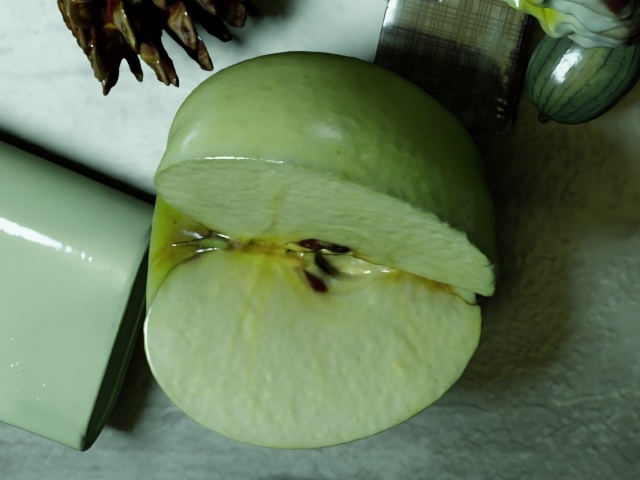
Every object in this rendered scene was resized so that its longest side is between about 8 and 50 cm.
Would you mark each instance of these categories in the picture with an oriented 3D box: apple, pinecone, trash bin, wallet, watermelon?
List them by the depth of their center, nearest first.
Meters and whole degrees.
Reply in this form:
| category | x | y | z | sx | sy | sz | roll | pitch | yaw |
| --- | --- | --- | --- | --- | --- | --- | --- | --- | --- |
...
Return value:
| category | x | y | z | sx | sy | sz | roll | pitch | yaw |
| --- | --- | --- | --- | --- | --- | --- | --- | --- | --- |
| watermelon | 0.202 | -0.134 | 1.472 | 0.078 | 0.078 | 0.111 | 43 | 113 | 1 |
| apple | -0.001 | -0.007 | 1.476 | 0.257 | 0.233 | 0.295 | 4 | 125 | -5 |
| pinecone | -0.124 | -0.216 | 1.481 | 0.207 | 0.208 | 0.208 | 4 | 106 | 14 |
| wallet | 0.114 | -0.204 | 1.494 | 0.124 | 0.042 | 0.230 | 14 | 109 | 8 |
| trash bin | -0.274 | 0.033 | 1.631 | 0.247 | 0.121 | 0.243 | 20 | 110 | 5 |

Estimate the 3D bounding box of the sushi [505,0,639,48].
| category | x | y | z | sx | sy | sz | roll | pitch | yaw |
| --- | --- | --- | --- | --- | --- | --- | --- | --- | --- |
| sushi | 0.185 | -0.301 | 1.292 | 0.281 | 0.299 | 0.294 | 34 | 95 | -13 |
